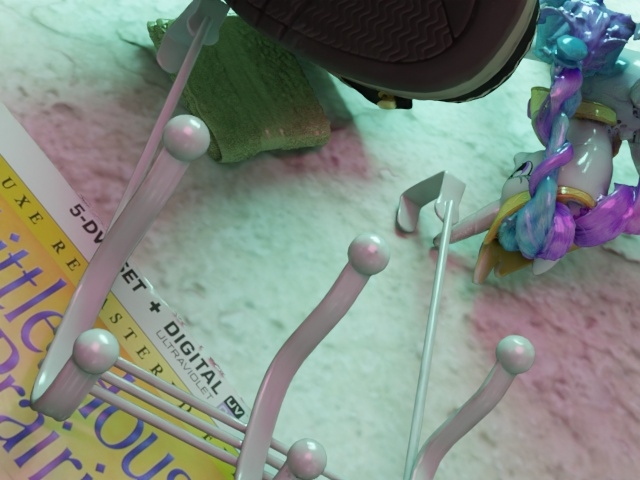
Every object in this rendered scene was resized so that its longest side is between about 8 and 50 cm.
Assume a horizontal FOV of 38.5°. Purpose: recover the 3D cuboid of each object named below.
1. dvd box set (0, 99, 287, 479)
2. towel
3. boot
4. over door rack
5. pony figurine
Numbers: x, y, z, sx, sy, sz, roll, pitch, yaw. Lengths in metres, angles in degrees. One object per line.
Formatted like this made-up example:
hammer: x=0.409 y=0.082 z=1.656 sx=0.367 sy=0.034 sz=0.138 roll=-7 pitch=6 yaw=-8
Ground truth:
dvd box set: x=-0.227 y=0.148 z=0.394 sx=0.420 sy=0.062 sz=0.307 roll=-36 pitch=86 yaw=-36
towel: x=-0.062 y=-0.124 z=0.712 sx=0.110 sy=0.027 sz=0.148 roll=-14 pitch=60 yaw=-29
boot: x=0.025 y=-0.170 z=0.595 sx=0.377 sy=0.138 sz=0.284 roll=38 pitch=8 yaw=34
over door rack: x=0.000 y=0.000 z=0.516 sx=0.239 sy=0.108 sz=0.324 roll=34 pitch=37 yaw=-23
pony figurine: x=0.285 y=-0.104 z=0.700 sx=0.351 sy=0.302 sz=0.363 roll=3 pitch=51 yaw=22
